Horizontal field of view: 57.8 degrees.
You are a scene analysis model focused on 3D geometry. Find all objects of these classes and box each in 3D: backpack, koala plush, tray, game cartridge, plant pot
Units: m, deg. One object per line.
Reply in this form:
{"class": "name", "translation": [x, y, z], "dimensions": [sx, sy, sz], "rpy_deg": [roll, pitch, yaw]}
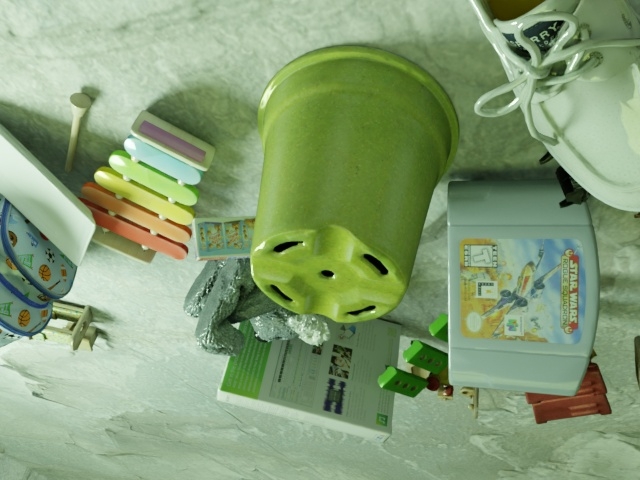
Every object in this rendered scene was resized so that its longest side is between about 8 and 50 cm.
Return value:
{"class": "backpack", "translation": [-0.564, 0.055, 1.016], "dimensions": [0.213, 0.263, 0.276], "rpy_deg": [-21, 134, 14]}
{"class": "koala plush", "translation": [-0.090, 0.106, 1.016], "dimensions": [0.221, 0.196, 0.203], "rpy_deg": [28, 97, -27]}
{"class": "tray", "translation": [-0.459, -0.088, 0.923], "dimensions": [0.270, 0.030, 0.145], "rpy_deg": [44, 138, -1]}
{"class": "game cartridge", "translation": [0.277, 0.064, 0.801], "dimensions": [0.198, 0.297, 0.062], "rpy_deg": [0, -174, 25]}
{"class": "plant pot", "translation": [0.028, -0.049, 0.720], "dimensions": [0.276, 0.254, 0.276], "rpy_deg": [7, 143, 6]}

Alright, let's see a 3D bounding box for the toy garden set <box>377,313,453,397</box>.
{"class": "toy garden set", "translation": [0.241, 0.194, 1.080], "dimensions": [0.203, 0.049, 0.244], "rpy_deg": [29, 109, -42]}

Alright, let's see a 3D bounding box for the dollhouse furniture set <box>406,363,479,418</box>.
{"class": "dollhouse furniture set", "translation": [0.258, 0.320, 1.232], "dimensions": [0.151, 0.123, 0.144], "rpy_deg": [1, 141, 14]}

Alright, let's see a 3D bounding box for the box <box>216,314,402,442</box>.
{"class": "box", "translation": [-0.012, 0.229, 1.105], "dimensions": [0.322, 0.232, 0.058], "rpy_deg": [17, 142, -5]}

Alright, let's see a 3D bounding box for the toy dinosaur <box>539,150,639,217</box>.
{"class": "toy dinosaur", "translation": [0.356, -0.127, 0.625], "dimensions": [0.218, 0.164, 0.322], "rpy_deg": [-16, 119, 12]}

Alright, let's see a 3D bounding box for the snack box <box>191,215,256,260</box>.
{"class": "snack box", "translation": [-0.108, -0.006, 0.911], "dimensions": [0.178, 0.064, 0.022], "rpy_deg": [-3, 167, -22]}

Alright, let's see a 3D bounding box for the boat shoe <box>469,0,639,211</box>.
{"class": "boat shoe", "translation": [0.186, -0.169, 0.467], "dimensions": [0.135, 0.156, 0.367], "rpy_deg": [-20, 101, 45]}

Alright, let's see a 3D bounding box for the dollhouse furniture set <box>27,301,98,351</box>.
{"class": "dollhouse furniture set", "translation": [-0.644, 0.215, 1.374], "dimensions": [0.181, 0.101, 0.161], "rpy_deg": [14, 143, -2]}

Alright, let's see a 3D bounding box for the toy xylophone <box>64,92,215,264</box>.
{"class": "toy xylophone", "translation": [-0.293, -0.091, 0.901], "dimensions": [0.236, 0.081, 0.323], "rpy_deg": [21, 142, -10]}

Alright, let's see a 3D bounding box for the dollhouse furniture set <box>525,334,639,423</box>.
{"class": "dollhouse furniture set", "translation": [0.488, 0.140, 0.888], "dimensions": [0.374, 0.201, 0.152], "rpy_deg": [-14, 136, 21]}
